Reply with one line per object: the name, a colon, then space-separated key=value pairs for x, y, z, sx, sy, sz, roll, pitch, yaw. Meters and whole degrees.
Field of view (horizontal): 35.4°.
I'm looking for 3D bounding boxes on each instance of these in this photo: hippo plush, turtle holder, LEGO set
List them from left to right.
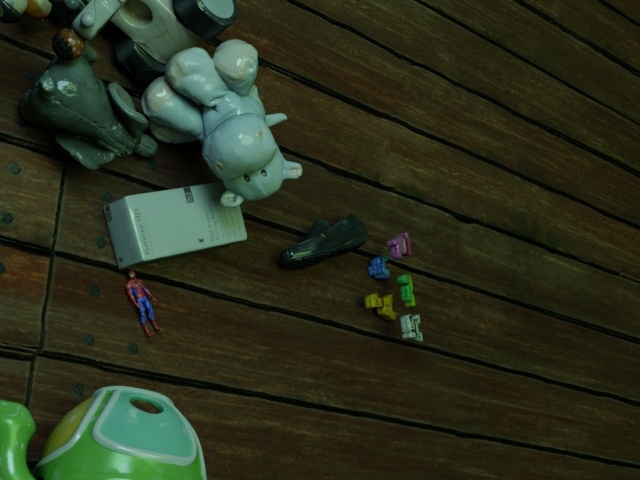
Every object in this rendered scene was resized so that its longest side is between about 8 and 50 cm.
turtle holder: x=-0.330 y=0.346 z=1.505 sx=0.320 sy=0.243 sz=0.228 roll=1 pitch=55 yaw=-2
hippo plush: x=-0.172 y=-0.169 z=1.732 sx=0.294 sy=0.234 sz=0.237 roll=65 pitch=5 yaw=-60
LEGO set: x=0.138 y=0.101 z=2.055 sx=0.093 sy=0.087 sz=0.227 roll=5 pitch=74 yaw=-57

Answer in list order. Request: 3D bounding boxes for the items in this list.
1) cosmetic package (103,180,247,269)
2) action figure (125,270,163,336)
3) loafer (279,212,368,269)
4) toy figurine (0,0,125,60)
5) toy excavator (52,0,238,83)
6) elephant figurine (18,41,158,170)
cosmetic package: x=-0.250 y=-0.030 z=1.748 sx=0.231 sy=0.085 sz=0.117 roll=-14 pitch=88 yaw=-44
action figure: x=-0.302 y=0.105 z=1.704 sx=0.038 sy=0.030 sz=0.115 roll=-26 pitch=94 yaw=-38
loafer: x=0.000 y=0.000 z=1.977 sx=0.223 sy=0.076 sz=0.078 roll=-19 pitch=77 yaw=-42
toy figurine: x=-0.422 y=-0.386 z=1.508 sx=0.148 sy=0.213 sz=0.209 roll=-46 pitch=149 yaw=2
toy excavator: x=-0.326 y=-0.571 z=1.775 sx=0.433 sy=0.222 sz=0.445 roll=40 pitch=41 yaw=-27
elephant figurine: x=-0.355 y=-0.197 z=1.638 sx=0.239 sy=0.169 sz=0.186 roll=43 pitch=48 yaw=-20
